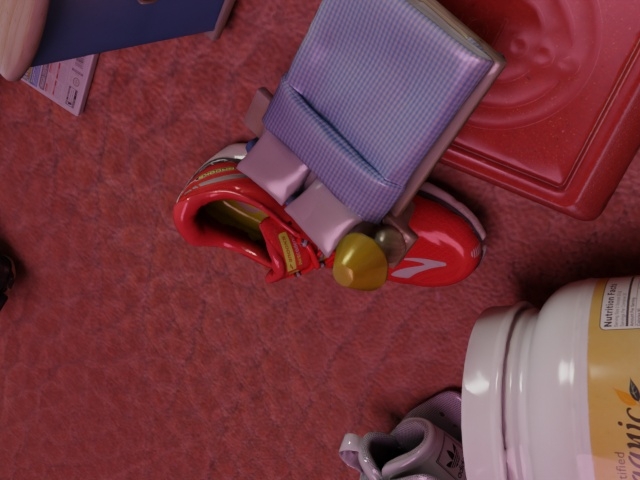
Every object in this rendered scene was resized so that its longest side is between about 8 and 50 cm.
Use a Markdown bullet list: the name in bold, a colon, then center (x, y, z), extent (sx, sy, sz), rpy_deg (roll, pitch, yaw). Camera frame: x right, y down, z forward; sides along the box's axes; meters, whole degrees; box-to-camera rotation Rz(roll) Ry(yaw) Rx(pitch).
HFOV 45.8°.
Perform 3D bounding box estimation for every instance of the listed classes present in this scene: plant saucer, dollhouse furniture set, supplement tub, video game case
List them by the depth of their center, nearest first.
- **dollhouse furniture set**: center (-0.028, -0.134, 0.473), extent (0.303, 0.198, 0.286), rpy_deg (46, 134, 13)
- **plant saucer**: center (0.129, -0.150, 0.544), extent (0.258, 0.048, 0.259), rpy_deg (24, 129, 9)
- **supplement tub**: center (0.282, 0.134, 0.545), extent (0.316, 0.228, 0.228), rpy_deg (-7, 118, 29)
- **video game case**: center (-0.274, -0.187, 0.734), extent (0.122, 0.011, 0.087), rpy_deg (33, 130, 2)

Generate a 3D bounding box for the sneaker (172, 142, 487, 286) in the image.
- **sneaker**: center (0.000, 0.000, 0.659), extent (0.279, 0.118, 0.107), rpy_deg (12, 126, 18)

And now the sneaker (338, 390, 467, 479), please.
- **sneaker**: center (0.188, 0.268, 0.735), extent (0.366, 0.137, 0.210), rpy_deg (-7, 121, 33)

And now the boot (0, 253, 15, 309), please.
- **boot**: center (-0.449, -0.030, 0.822), extent (0.138, 0.377, 0.284), rpy_deg (46, 178, 43)
